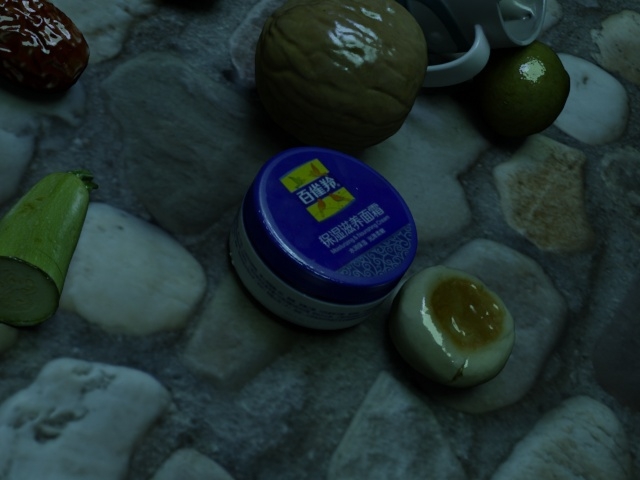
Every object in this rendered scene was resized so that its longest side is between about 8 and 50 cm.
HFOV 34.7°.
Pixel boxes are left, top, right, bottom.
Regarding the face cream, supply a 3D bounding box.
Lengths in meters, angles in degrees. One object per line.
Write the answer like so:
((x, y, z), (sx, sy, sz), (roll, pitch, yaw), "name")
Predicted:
((0.000, 0.000, 1.195), (0.206, 0.111, 0.206), (17, 46, -18), "face cream")

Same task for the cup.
((0.184, -0.356, 1.496), (0.219, 0.258, 0.289), (42, 54, -52), "cup")

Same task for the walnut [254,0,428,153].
((0.024, -0.227, 1.337), (0.228, 0.228, 0.228), (17, 47, -19), "walnut")

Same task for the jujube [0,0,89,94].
((-0.355, -0.241, 1.192), (0.176, 0.109, 0.112), (33, 80, -15), "jujube")

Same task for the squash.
((-0.280, -0.012, 1.066), (0.094, 0.094, 0.224), (27, 36, -9), "squash")

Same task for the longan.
((0.291, -0.230, 1.561), (0.154, 0.176, 0.145), (-71, 145, -67), "longan")

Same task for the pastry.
((0.153, 0.106, 1.215), (0.156, 0.092, 0.156), (15, 47, -16), "pastry")
